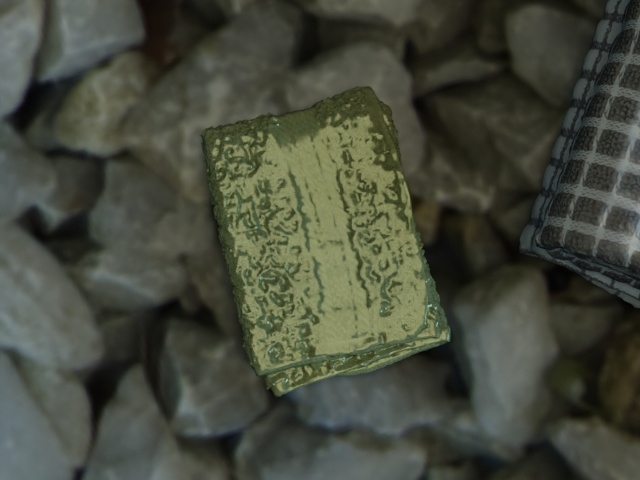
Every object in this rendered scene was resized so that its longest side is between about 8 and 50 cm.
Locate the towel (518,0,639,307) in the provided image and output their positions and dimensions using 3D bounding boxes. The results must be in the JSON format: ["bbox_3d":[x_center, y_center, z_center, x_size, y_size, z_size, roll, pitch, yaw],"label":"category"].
[{"bbox_3d":[0.275,-0.049,1.033,0.283,0.121,0.235,21,83,-4],"label":"towel"}]

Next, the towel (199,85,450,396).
[{"bbox_3d":[0.000,0.000,1.045,0.110,0.027,0.148,-15,86,-7],"label":"towel"}]
